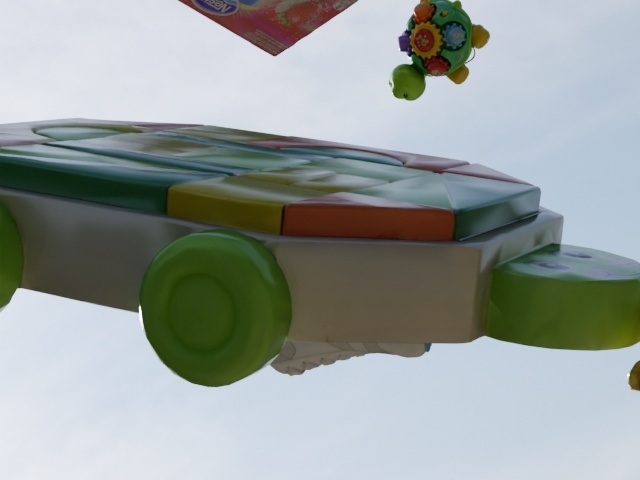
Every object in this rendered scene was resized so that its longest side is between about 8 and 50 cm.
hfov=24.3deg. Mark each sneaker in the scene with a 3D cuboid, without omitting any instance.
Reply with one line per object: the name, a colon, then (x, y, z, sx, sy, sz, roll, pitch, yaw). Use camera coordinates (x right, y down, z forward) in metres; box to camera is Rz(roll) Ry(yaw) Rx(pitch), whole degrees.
sneaker: (0.000, 0.090, 1.492, 0.087, 0.228, 0.092, -24, -55, -73)

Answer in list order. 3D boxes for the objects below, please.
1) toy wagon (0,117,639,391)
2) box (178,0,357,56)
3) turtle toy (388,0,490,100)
toy wagon: (0.000, 0.000, 0.642, 0.267, 0.344, 0.068, -16, -67, -62)
box: (-0.092, -0.302, 1.463, 0.122, 0.128, 0.257, -31, -32, 26)
turtle toy: (0.123, -0.214, 1.664, 0.066, 0.095, 0.130, -18, -37, -56)
